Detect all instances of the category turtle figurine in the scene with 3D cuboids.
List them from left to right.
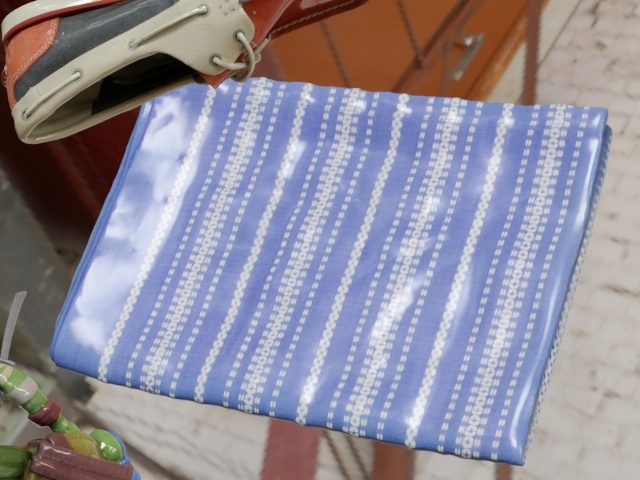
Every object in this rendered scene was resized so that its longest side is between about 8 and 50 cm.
[{"bbox_3d":[-0.359,0.238,1.516,0.274,0.266,0.198,46,-61,14],"label":"turtle figurine"}]

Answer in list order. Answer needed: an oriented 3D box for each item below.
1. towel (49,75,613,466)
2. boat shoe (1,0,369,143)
[{"bbox_3d":[0.000,0.000,0.908,0.336,0.243,0.040,8,-25,25],"label":"towel"},{"bbox_3d":[-0.044,-0.069,0.477,0.137,0.043,0.049,-14,-22,9],"label":"boat shoe"}]
